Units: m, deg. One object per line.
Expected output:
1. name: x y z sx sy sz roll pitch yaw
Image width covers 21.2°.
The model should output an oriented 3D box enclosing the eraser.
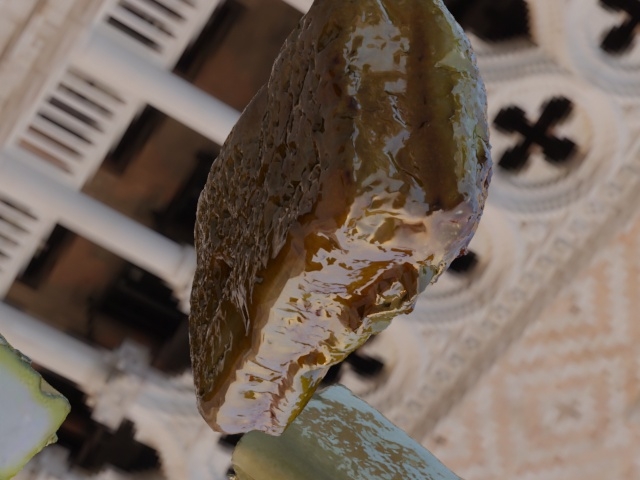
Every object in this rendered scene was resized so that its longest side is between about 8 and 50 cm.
1. eraser: -0.248 0.035 0.985 0.069 0.158 0.226 -47 -138 -5

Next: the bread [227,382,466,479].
1. bread: 0.042 0.171 1.072 0.139 0.178 0.060 -18 141 -59

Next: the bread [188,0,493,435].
1. bread: -0.002 0.000 0.771 0.271 0.077 0.139 126 -35 -59
